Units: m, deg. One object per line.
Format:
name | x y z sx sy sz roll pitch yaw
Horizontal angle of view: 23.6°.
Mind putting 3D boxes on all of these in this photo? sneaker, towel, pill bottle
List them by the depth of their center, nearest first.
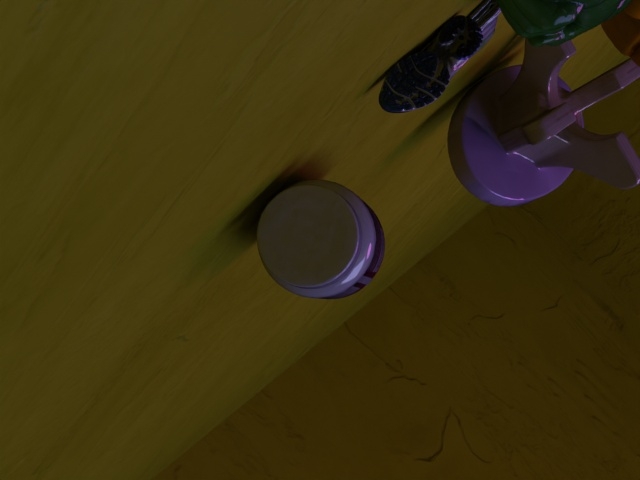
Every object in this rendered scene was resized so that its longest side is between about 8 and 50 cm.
sneaker | 0.106 -0.163 1.511 0.135 0.052 0.058 -40 177 -25
pill bottle | 0.000 0.000 1.580 0.121 0.121 0.221 -44 173 3
towel | 0.154 -0.205 1.643 0.113 0.023 0.152 -43 173 0

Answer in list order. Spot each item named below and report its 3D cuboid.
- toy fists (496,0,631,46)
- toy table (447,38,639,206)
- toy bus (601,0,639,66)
toy fists | 0.262 -0.258 1.559 0.142 0.096 0.279 -20 -176 21
toy table | 0.301 -0.163 1.989 0.161 0.252 0.274 -26 -163 47
toy bus | 0.414 -0.344 1.692 0.130 0.108 0.333 0 138 -35
